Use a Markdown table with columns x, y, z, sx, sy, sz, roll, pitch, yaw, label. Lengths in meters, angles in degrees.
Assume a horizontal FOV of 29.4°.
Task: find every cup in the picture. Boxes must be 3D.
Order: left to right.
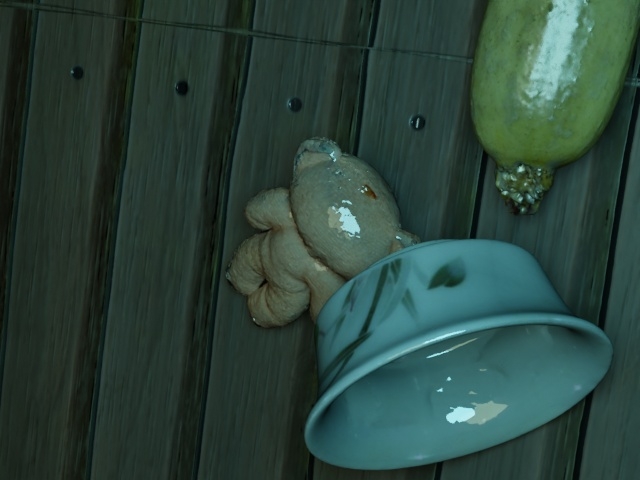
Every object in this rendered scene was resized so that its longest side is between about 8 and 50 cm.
| x | y | z | sx | sy | sz | roll | pitch | yaw | label |
| --- | --- | --- | --- | --- | --- | --- | --- | --- | --- |
| 0.131 | 0.111 | 1.355 | 0.347 | 0.347 | 0.163 | -31 | 57 | 22 | cup |

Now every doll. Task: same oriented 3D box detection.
| x | y | z | sx | sy | sz | roll | pitch | yaw | label |
| --- | --- | --- | --- | --- | --- | --- | --- | --- | --- |
| 0.000 | 0.000 | 1.503 | 0.201 | 0.156 | 0.303 | 54 | 140 | 2 | doll |

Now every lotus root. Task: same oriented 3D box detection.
| x | y | z | sx | sy | sz | roll | pitch | yaw | label |
| --- | --- | --- | --- | --- | --- | --- | --- | --- | --- |
| 0.252 | -0.194 | 1.349 | 0.169 | 0.151 | 0.342 | 18 | 98 | 22 | lotus root |
